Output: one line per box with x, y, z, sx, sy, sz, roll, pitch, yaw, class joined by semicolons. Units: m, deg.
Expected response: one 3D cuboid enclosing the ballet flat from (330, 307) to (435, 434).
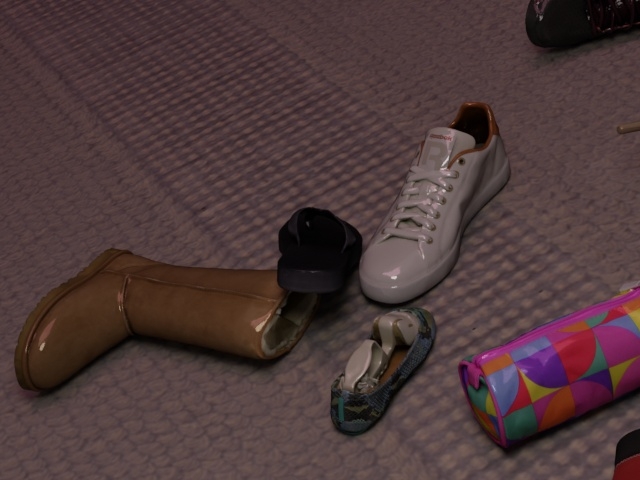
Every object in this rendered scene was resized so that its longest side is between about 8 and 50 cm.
0.066;0.116;1.450;0.070;0.070;0.188;6;41;27;ballet flat

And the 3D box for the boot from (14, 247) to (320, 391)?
-0.170;0.093;1.551;0.269;0.089;0.236;8;43;28;boot

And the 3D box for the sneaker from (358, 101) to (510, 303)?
0.120;-0.054;1.608;0.105;0.123;0.290;10;45;29;sneaker

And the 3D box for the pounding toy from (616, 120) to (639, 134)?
0.421;-0.121;1.597;0.141;0.100;0.130;3;39;24;pounding toy

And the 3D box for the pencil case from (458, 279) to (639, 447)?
0.251;0.110;1.358;0.236;0.104;0.104;-25;37;-11;pencil case

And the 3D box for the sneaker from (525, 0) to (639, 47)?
0.417;-0.319;1.849;0.281;0.106;0.162;-28;32;-16;sneaker

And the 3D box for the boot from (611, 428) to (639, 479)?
0.356;0.219;1.186;0.244;0.088;0.176;1;37;28;boot

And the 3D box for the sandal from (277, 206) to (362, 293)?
0.001;0.000;1.572;0.097;0.055;0.254;1;13;-1;sandal
